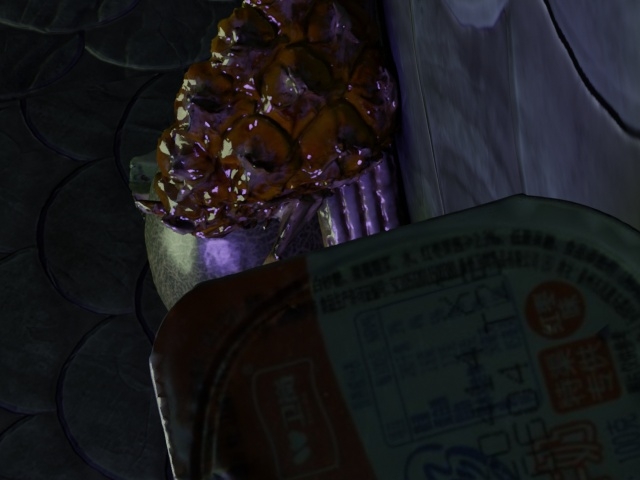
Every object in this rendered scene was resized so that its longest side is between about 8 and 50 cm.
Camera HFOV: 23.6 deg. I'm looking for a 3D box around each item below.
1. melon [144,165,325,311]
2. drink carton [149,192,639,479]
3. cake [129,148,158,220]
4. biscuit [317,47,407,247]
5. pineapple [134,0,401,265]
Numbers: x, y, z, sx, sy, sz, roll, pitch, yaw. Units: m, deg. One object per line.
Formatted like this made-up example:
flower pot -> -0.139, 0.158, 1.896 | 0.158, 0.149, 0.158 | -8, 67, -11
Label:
melon -> -0.054, 0.007, 1.599 | 0.329, 0.248, 0.249 | 75, -179, -48
drink carton -> 0.064, 0.109, 0.566 | 0.189, 0.191, 0.185 | 61, -167, -67
cake -> -0.110, -0.114, 2.103 | 0.158, 0.283, 0.172 | 83, -168, -49
biscuit -> 0.015, -0.133, 1.396 | 0.144, 0.078, 0.426 | -117, 16, -84
pineapple -> -0.040, -0.081, 1.257 | 0.158, 0.334, 0.161 | 40, -154, 8
